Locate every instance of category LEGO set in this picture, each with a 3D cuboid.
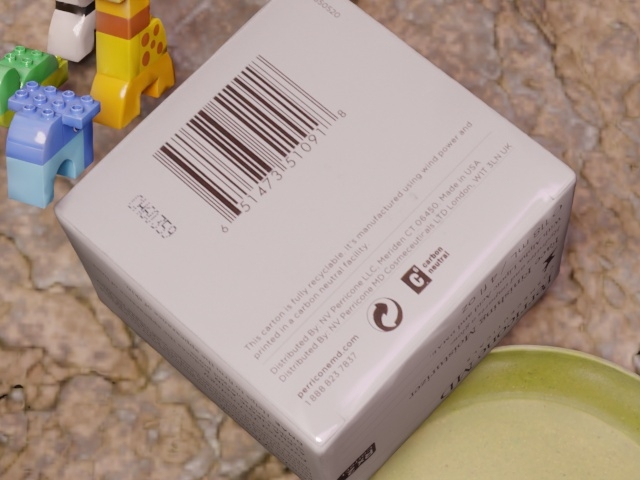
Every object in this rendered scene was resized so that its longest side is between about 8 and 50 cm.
[{"bbox_3d":[-0.126,-0.098,0.719,0.087,0.093,0.227,15,35,15],"label":"LEGO set"}]

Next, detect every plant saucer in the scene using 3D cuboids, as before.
[{"bbox_3d":[0.108,0.176,0.781,0.241,0.037,0.241,1,76,-6],"label":"plant saucer"}]

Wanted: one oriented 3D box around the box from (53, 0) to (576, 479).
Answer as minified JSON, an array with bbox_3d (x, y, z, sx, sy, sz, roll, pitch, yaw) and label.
[{"bbox_3d":[0.000,0.000,0.749,0.182,0.119,0.181,40,76,18],"label":"box"}]
